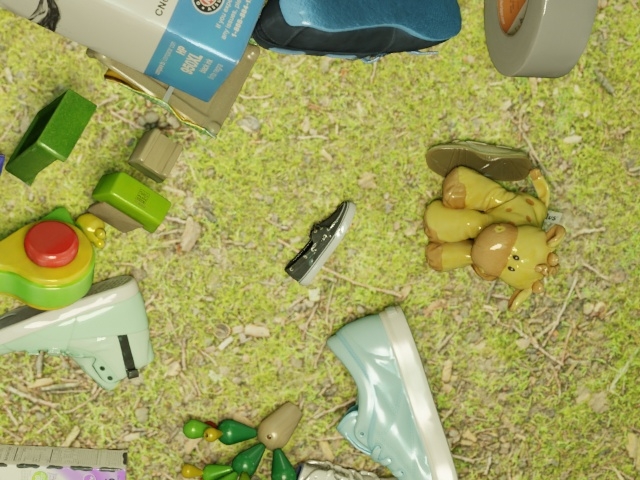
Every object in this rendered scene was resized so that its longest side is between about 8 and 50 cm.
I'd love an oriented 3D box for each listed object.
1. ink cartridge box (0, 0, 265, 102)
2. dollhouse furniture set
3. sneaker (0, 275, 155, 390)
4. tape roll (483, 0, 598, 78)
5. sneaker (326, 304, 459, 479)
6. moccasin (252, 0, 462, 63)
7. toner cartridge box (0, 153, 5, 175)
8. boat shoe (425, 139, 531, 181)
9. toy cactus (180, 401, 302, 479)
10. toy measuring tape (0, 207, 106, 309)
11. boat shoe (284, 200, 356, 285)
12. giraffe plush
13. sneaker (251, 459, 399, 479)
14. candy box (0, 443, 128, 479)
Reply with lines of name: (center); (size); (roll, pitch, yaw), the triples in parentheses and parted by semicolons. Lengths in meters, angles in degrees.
ink cartridge box: (-0.245, -0.387, 1.202); (0.395, 0.166, 0.285); (23, 75, -14)
dollhouse furniture set: (-0.245, -0.179, 1.351); (0.198, 0.151, 0.301); (34, 68, -22)
sneaker: (-0.358, 0.158, 1.401); (0.256, 0.094, 0.151); (-17, 106, -5)
tape roll: (0.285, -0.323, 1.324); (0.072, 0.219, 0.219); (1, 104, -11)
sneaker: (0.106, 0.287, 1.478); (0.150, 0.135, 0.365); (-18, 83, 3)
moccasin: (0.047, -0.298, 1.297); (0.342, 0.117, 0.137); (-7, 79, -46)
toner cartridge box: (-0.543, 0.029, 1.326); (0.165, 0.075, 0.347); (19, 101, 6)
boat shoe: (0.227, -0.118, 1.461); (0.153, 0.048, 0.056); (2, 120, -3)
toy cactus: (-0.091, 0.317, 1.475); (0.219, 0.112, 0.180); (32, 58, 21)
toy measuring tape: (-0.392, 0.065, 1.294); (0.330, 0.121, 0.121); (-41, 112, -39)
boat shoe: (0.000, 0.000, 1.446); (0.040, 0.049, 0.142); (31, 99, -15)
giraffe plush: (0.258, 0.007, 1.406); (0.210, 0.170, 0.181); (-6, 120, -2)
sneaker: (0.027, 0.392, 1.522); (0.297, 0.111, 0.129); (-11, 96, -9)
candy box: (-0.385, 0.388, 1.466); (0.196, 0.070, 0.164); (4, 103, -10)
